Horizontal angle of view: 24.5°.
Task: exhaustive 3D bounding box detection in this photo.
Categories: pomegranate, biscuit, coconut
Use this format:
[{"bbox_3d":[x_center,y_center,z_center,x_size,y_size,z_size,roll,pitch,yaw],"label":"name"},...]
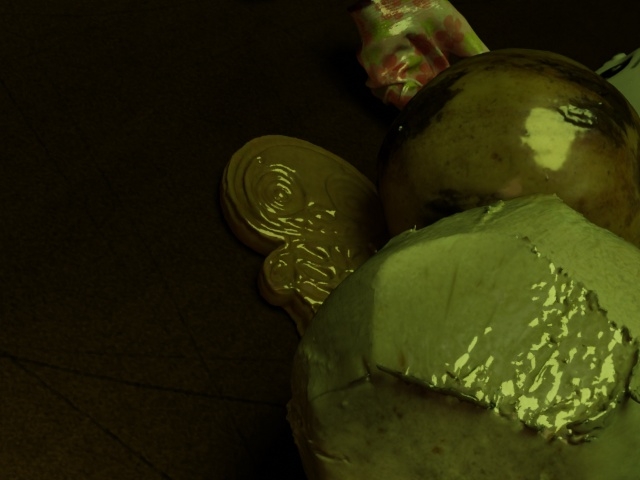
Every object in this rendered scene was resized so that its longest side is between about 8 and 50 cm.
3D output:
[{"bbox_3d":[0.210,-0.044,1.508,0.322,0.322,0.322,19,41,-17],"label":"pomegranate"},{"bbox_3d":[0.000,-0.001,1.516,0.202,0.044,0.288,9,43,-27],"label":"biscuit"},{"bbox_3d":[0.160,0.133,1.259,0.346,0.346,0.360,40,27,8],"label":"coconut"}]

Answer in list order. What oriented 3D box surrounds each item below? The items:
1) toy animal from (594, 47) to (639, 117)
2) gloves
[{"bbox_3d":[0.375,-0.128,1.753,0.165,0.235,0.187,42,39,20],"label":"toy animal"},{"bbox_3d":[0.134,-0.193,1.750,0.241,0.126,0.145,62,34,-10],"label":"gloves"}]
